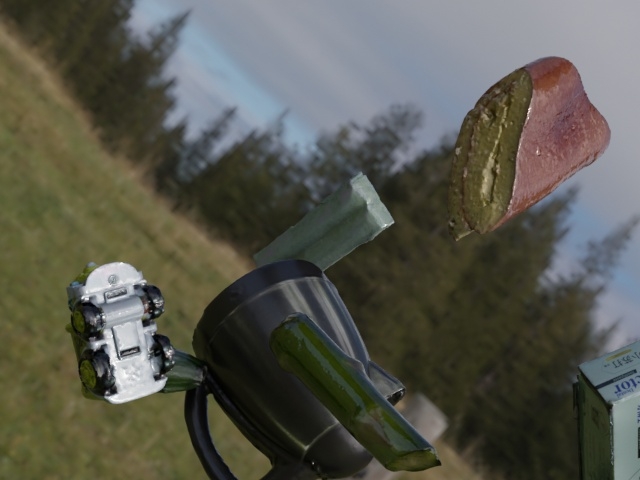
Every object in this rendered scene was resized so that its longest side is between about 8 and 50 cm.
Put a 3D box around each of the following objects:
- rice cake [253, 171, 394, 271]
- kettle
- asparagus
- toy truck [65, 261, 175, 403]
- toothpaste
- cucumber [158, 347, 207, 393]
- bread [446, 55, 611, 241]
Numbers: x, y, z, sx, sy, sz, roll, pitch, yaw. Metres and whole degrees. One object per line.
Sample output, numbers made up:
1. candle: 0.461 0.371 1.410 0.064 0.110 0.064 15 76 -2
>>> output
1. rice cake: 0.000 0.000 2.177 0.085 0.226 0.040 56 34 4
2. kettle: -0.035 0.193 2.054 0.271 0.251 0.207 54 -34 30
3. asparagus: 0.033 0.174 1.772 0.067 0.060 0.277 -7 34 -31
4. toy truck: -0.168 0.071 1.259 0.077 0.076 0.111 -8 -86 53
5. toothpaste: 0.297 0.227 1.533 0.071 0.089 0.312 -124 -163 -47
6. cucumber: -0.201 0.162 2.063 0.108 0.067 0.035 2 -40 19
7. bread: 0.161 -0.084 1.248 0.067 0.192 0.119 10 -66 37
